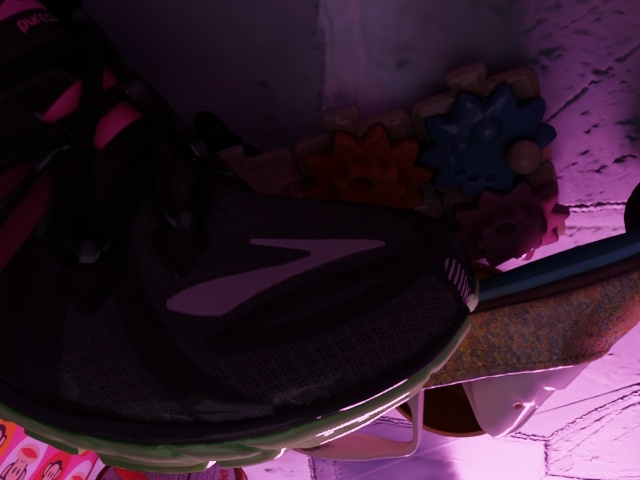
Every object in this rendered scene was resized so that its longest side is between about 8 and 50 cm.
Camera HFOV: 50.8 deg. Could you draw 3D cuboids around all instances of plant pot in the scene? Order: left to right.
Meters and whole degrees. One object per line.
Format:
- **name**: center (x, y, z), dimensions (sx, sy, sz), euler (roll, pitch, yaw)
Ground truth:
- **plant pot**: center (0.121, 0.094, 0.550), dimensions (0.134, 0.134, 0.095), euler (-15, 156, 19)

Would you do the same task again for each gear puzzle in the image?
- **gear puzzle**: center (0.000, 0.000, 0.475), dimensions (0.339, 0.044, 0.175), euler (-17, 136, 13)

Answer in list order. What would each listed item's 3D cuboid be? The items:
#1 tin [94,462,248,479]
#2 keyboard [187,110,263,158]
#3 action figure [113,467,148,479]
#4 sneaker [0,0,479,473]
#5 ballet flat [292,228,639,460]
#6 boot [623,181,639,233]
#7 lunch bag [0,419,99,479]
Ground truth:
- **tin**: center (-0.178, 0.294, 0.781), dimensions (0.190, 0.106, 0.040), euler (-6, 135, 9)
- **keyboard**: center (-0.091, -0.046, 0.479), dimensions (0.108, 0.023, 0.180), euler (-28, 129, 29)
- **action figure**: center (-0.148, 0.158, 0.628), dimensions (0.139, 0.091, 0.280), euler (24, 141, 20)
- **sneaker**: center (-0.149, -0.029, 0.355), dimensions (0.483, 0.185, 0.202), euler (14, 124, 3)
- **ballet flat**: center (0.075, 0.086, 0.463), dimensions (0.349, 0.123, 0.123), euler (-16, 133, 19)
- **boot**: center (0.341, -0.035, 0.418), dimensions (0.179, 0.085, 0.236), euler (24, 139, -23)
- **lunch bag**: center (-0.294, 0.192, 0.584), dimensions (0.120, 0.258, 0.293), euler (27, 152, 12)
